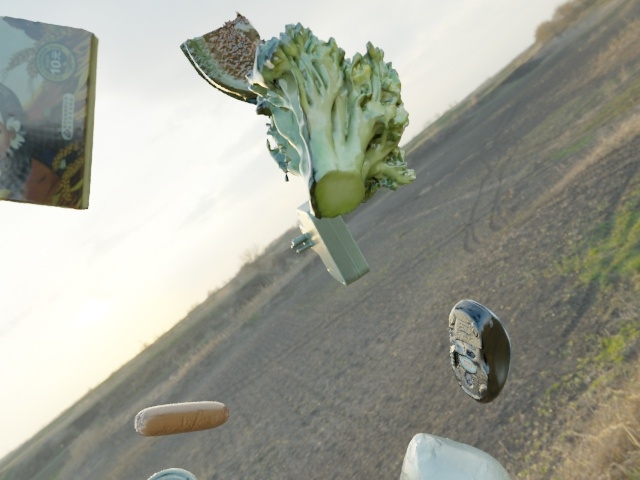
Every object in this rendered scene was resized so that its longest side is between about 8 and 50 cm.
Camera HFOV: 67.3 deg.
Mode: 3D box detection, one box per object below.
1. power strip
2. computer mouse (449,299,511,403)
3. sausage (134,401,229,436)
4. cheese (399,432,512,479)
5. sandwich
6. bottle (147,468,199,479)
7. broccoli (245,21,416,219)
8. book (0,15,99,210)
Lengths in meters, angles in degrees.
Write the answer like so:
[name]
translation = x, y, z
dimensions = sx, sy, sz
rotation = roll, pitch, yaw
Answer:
[power strip]
translation = 0.000, 0.000, 1.327
dimensions = 0.141, 0.229, 0.261
rotation = -31, 16, -8
[computer mouse]
translation = 0.356, 0.240, 1.059
dimensions = 0.096, 0.233, 0.137
rotation = -14, 18, -25
[sausage]
translation = -0.401, 0.522, 1.413
dimensions = 0.289, 0.086, 0.086
rotation = 10, -36, -43
[cheese]
translation = 0.231, 0.433, 0.803
dimensions = 0.189, 0.198, 0.154
rotation = 4, 16, 0
[sandwich]
translation = -0.171, -0.375, 1.033
dimensions = 0.159, 0.235, 0.079
rotation = -42, 18, 9
[bottle]
translation = -0.236, 0.495, 0.833
dimensions = 0.120, 0.120, 0.253
rotation = -40, -33, -30
[broccoli]
translation = 0.026, -0.152, 0.701
dimensions = 0.248, 0.288, 0.245
rotation = -55, 35, 38
[book]
translation = -0.595, -0.221, 0.787
dimensions = 0.039, 0.428, 0.300
rotation = -114, 31, -79
